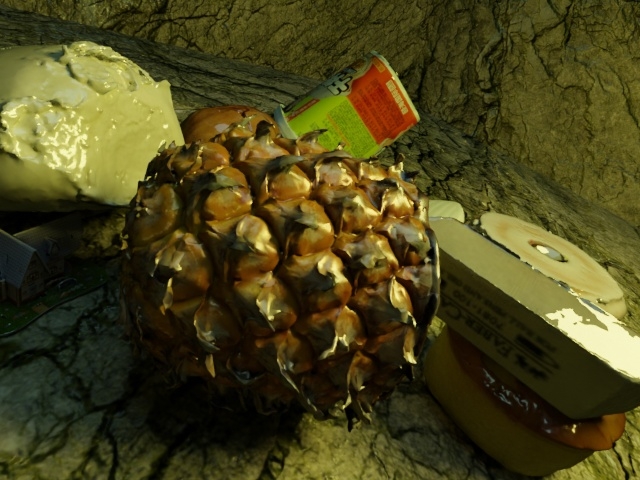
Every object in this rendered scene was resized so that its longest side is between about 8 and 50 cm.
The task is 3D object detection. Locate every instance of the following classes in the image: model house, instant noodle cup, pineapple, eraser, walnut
[{"bbox_3d":[-0.370,0.025,0.528,0.117,0.088,0.167,28,29,12],"label":"model house"},{"bbox_3d":[0.075,-0.323,1.095,0.294,0.308,0.294,51,14,-18],"label":"instant noodle cup"},{"bbox_3d":[-0.058,0.037,0.479,0.300,0.352,0.352,8,31,-10],"label":"pineapple"},{"bbox_3d":[0.236,0.090,0.511,0.352,0.111,0.077,38,50,22],"label":"eraser"},{"bbox_3d":[-0.201,-0.221,0.949,0.203,0.203,0.298,31,38,17],"label":"walnut"}]

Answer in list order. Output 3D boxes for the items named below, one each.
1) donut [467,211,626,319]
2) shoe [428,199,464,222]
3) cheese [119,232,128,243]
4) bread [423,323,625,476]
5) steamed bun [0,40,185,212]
[{"bbox_3d":[0.503,0.078,0.968,0.382,0.142,0.382,17,29,-10],"label":"donut"},{"bbox_3d":[0.183,0.043,0.776,0.131,0.160,0.363,9,30,30],"label":"shoe"},{"bbox_3d":[-0.294,0.006,0.674,0.083,0.030,0.044,36,53,16],"label":"cheese"},{"bbox_3d":[0.295,0.202,0.613,0.270,0.148,0.270,17,33,-11],"label":"bread"},{"bbox_3d":[-0.390,-0.164,0.608,0.312,0.233,0.334,3,8,13],"label":"steamed bun"}]
